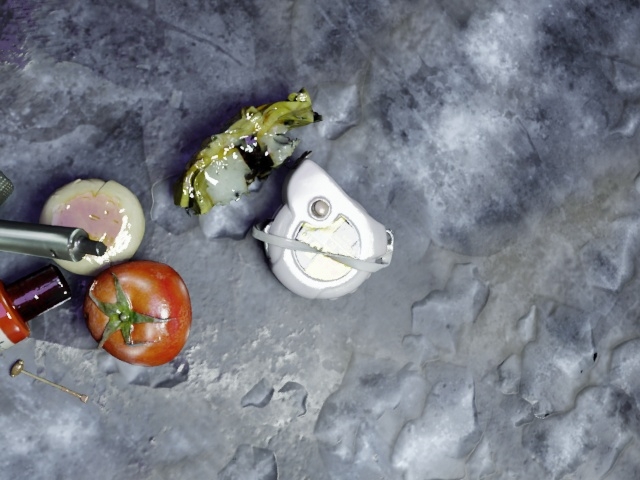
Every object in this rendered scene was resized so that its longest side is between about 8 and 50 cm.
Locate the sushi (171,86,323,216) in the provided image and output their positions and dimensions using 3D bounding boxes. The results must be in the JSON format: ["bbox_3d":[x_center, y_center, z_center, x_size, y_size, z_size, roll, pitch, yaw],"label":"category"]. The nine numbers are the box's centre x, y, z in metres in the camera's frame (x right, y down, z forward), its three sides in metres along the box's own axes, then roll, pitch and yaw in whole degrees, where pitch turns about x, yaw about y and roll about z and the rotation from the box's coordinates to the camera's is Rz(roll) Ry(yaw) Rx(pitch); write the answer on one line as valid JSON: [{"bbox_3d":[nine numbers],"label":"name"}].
[{"bbox_3d":[-0.118,-0.146,1.062,0.291,0.139,0.131,-35,102,-18],"label":"sushi"}]

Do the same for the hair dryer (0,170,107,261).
[{"bbox_3d":[-0.464,0.019,0.836,0.320,0.284,0.156,-60,138,-37],"label":"hair dryer"}]

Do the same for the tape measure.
[{"bbox_3d":[0.000,0.000,1.087,0.236,0.120,0.197,42,86,-12],"label":"tape measure"}]

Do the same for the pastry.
[{"bbox_3d":[-0.353,-0.022,1.003,0.156,0.092,0.156,1,85,-13],"label":"pastry"}]

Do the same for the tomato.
[{"bbox_3d":[-0.266,0.110,0.980,0.167,0.167,0.167,2,84,-16],"label":"tomato"}]

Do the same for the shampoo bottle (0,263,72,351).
[{"bbox_3d":[-0.502,0.123,0.937,0.278,0.104,0.104,-30,93,-17],"label":"shampoo bottle"}]

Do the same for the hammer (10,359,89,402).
[{"bbox_3d":[-0.417,0.221,1.000,0.123,0.014,0.029,29,86,-14],"label":"hammer"}]
